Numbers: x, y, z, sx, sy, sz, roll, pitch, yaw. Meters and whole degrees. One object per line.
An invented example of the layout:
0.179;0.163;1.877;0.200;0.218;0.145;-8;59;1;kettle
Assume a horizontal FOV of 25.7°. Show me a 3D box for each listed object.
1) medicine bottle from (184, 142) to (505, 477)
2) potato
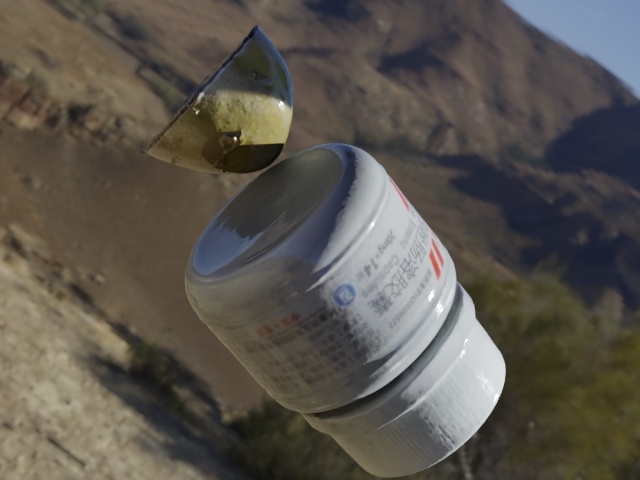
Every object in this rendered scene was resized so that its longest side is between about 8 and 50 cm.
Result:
0.032;0.078;1.481;0.306;0.245;0.245;51;1;-24;medicine bottle
-0.088;-0.129;1.490;0.117;0.182;0.202;39;-11;-8;potato
